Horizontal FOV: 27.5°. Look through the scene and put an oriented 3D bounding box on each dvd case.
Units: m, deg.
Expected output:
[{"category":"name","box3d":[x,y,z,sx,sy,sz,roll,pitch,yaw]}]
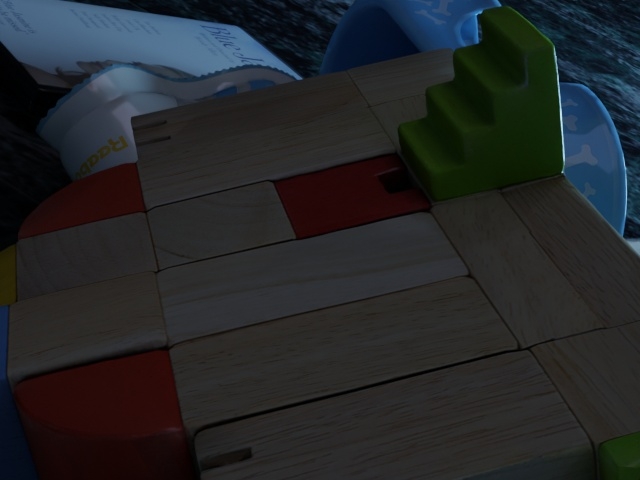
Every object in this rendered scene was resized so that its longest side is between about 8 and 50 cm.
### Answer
[{"category":"dvd case","box3d":[-0.119,-0.124,0.920,0.253,0.022,0.180,2,28,-38]}]

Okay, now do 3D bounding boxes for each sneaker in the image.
[{"category":"sneaker","box3d":[-0.066,-0.047,0.780,0.092,0.087,0.229,56,31,12]}]

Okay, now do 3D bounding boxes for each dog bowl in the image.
[{"category":"dog bowl","box3d":[0.074,-0.052,0.796,0.074,0.166,0.297,6,31,-24]}]

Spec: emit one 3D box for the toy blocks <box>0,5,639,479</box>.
[{"category":"toy blocks","box3d":[-0.033,0.049,0.456,0.261,0.190,0.381,-14,28,-6]}]
